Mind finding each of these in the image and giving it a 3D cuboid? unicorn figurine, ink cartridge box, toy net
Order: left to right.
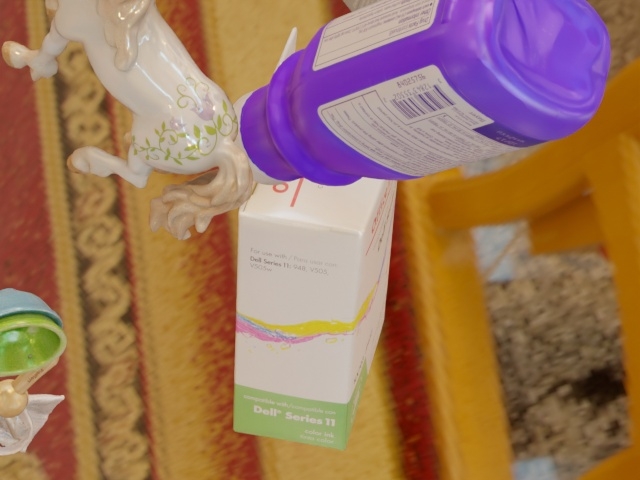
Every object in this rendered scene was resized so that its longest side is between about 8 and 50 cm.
[{"bbox_3d":[-0.241,0.108,1.347,0.122,0.232,0.045,-14,59,-12],"label":"toy net"},{"bbox_3d":[-0.079,-0.071,0.707,0.162,0.111,0.060,41,65,-22],"label":"unicorn figurine"},{"bbox_3d":[0.000,0.000,1.774,0.119,0.353,0.207,10,41,8],"label":"ink cartridge box"}]

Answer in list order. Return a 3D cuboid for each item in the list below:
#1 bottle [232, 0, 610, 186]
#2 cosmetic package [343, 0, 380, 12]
[{"bbox_3d":[0.046,-0.091,1.165,0.118,0.283,0.092,27,66,-30],"label":"bottle"},{"bbox_3d":[0.068,-0.257,1.574,0.127,0.107,0.238,-14,54,-34],"label":"cosmetic package"}]
